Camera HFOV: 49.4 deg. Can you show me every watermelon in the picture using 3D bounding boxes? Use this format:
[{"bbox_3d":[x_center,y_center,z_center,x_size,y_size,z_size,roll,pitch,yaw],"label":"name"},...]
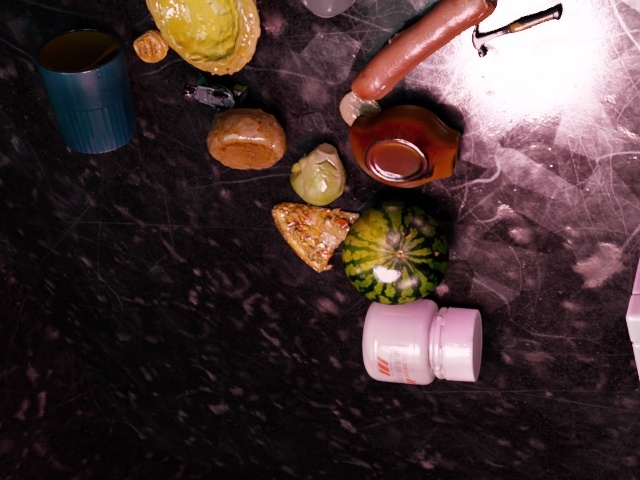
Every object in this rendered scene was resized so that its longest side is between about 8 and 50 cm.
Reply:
[{"bbox_3d":[0.200,0.033,1.883,0.285,0.285,0.285,18,136,18],"label":"watermelon"}]

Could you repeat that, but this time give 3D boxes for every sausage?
[{"bbox_3d":[0.222,-0.442,1.570,0.419,0.094,0.094,-31,78,46],"label":"sausage"}]

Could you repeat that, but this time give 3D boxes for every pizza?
[{"bbox_3d":[0.000,0.000,2.139,0.287,0.074,0.251,8,135,29],"label":"pizza"}]

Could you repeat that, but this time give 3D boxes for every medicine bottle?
[{"bbox_3d":[0.309,0.303,2.084,0.324,0.256,0.256,2,130,20],"label":"medicine bottle"}]

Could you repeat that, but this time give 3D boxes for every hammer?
[{"bbox_3d":[0.413,-0.456,1.485,0.200,0.021,0.078,-12,121,39],"label":"hammer"}]

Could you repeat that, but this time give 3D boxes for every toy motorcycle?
[{"bbox_3d":[-0.296,-0.410,1.924,0.173,0.100,0.058,17,134,15],"label":"toy motorcycle"}]

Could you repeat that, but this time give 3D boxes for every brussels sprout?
[{"bbox_3d":[0.002,-0.173,1.936,0.146,0.131,0.183,55,140,9],"label":"brussels sprout"}]

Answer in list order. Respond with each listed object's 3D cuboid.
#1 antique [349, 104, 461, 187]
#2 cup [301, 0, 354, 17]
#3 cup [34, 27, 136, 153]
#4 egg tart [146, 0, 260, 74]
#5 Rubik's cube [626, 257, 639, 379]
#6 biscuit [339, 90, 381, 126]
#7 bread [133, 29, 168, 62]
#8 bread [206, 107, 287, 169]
[{"bbox_3d":[0.206,-0.232,1.738,0.278,0.129,0.224,18,136,10],"label":"antique"},{"bbox_3d":[0.015,-0.572,1.535,0.199,0.199,0.150,28,159,7],"label":"cup"},{"bbox_3d":[-0.702,-0.440,2.050,0.307,0.242,0.292,16,138,16],"label":"cup"},{"bbox_3d":[-0.277,-0.583,1.723,0.345,0.132,0.346,17,135,18],"label":"egg tart"},{"bbox_3d":[0.892,0.185,1.554,0.315,0.319,0.322,-4,125,36],"label":"Rubik's cube"},{"bbox_3d":[0.104,-0.334,1.800,0.120,0.015,0.120,18,136,18],"label":"biscuit"},{"bbox_3d":[-0.474,-0.542,1.954,0.110,0.044,0.083,-15,123,42],"label":"bread"},{"bbox_3d":[-0.203,-0.284,1.924,0.229,0.123,0.230,1,162,0],"label":"bread"}]
